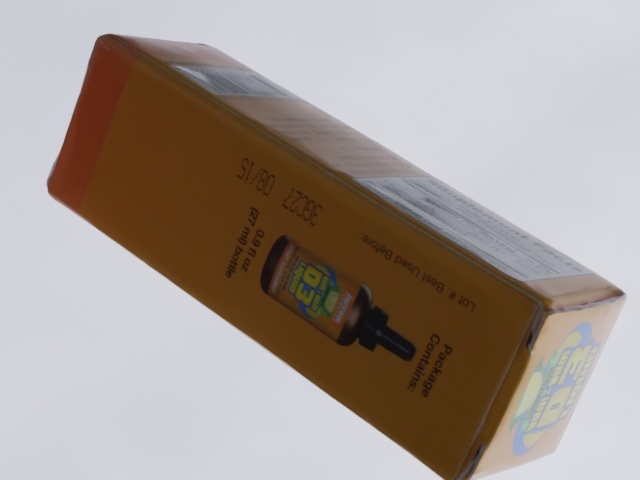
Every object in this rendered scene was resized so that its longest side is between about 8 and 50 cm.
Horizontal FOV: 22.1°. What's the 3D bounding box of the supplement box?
[{"bbox_3d":[0.000,0.000,0.649,0.233,0.080,0.078,35,-69,31],"label":"supplement box"}]
